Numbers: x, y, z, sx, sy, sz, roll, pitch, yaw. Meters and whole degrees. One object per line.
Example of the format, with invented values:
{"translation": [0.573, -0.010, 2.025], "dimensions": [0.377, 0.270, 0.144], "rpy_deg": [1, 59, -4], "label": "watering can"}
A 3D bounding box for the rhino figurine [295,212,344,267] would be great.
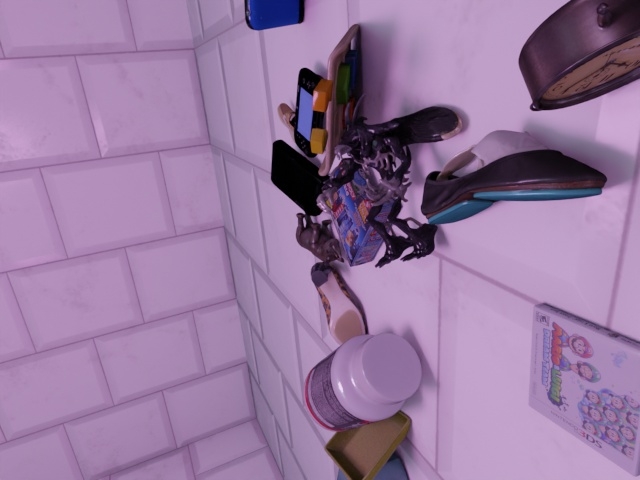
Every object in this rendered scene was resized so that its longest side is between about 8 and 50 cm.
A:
{"translation": [0.000, 0.000, 1.128], "dimensions": [0.243, 0.073, 0.106], "rpy_deg": [38, 133, 55], "label": "rhino figurine"}

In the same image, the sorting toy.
{"translation": [0.033, -0.234, 0.759], "dimensions": [0.307, 0.041, 0.229], "rpy_deg": [-72, -10, -52], "label": "sorting toy"}

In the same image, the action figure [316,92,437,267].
{"translation": [0.085, -0.088, 0.700], "dimensions": [0.164, 0.141, 0.276], "rpy_deg": [-9, 112, 58], "label": "action figure"}

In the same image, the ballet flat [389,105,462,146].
{"translation": [0.163, -0.176, 0.679], "dimensions": [0.058, 0.049, 0.173], "rpy_deg": [-61, 27, -4], "label": "ballet flat"}

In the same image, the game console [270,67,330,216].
{"translation": [-0.047, -0.248, 1.075], "dimensions": [0.213, 0.044, 0.361], "rpy_deg": [42, 140, 32], "label": "game console"}

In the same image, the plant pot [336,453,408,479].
{"translation": [0.133, 0.645, 1.069], "dimensions": [0.165, 0.165, 0.235], "rpy_deg": [-177, 81, -67], "label": "plant pot"}

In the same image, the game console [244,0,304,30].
{"translation": [-0.126, -0.643, 0.941], "dimensions": [0.173, 0.250, 0.293], "rpy_deg": [26, 131, 29], "label": "game console"}

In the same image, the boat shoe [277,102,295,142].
{"translation": [-0.072, -0.323, 1.152], "dimensions": [0.135, 0.050, 0.045], "rpy_deg": [59, 151, 16], "label": "boat shoe"}

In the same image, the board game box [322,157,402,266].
{"translation": [0.086, -0.068, 0.892], "dimensions": [0.194, 0.060, 0.194], "rpy_deg": [71, 157, 15], "label": "board game box"}

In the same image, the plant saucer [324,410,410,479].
{"translation": [0.117, 0.476, 1.022], "dimensions": [0.045, 0.188, 0.188], "rpy_deg": [48, 164, -16], "label": "plant saucer"}

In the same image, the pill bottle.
{"translation": [0.086, 0.313, 0.945], "dimensions": [0.176, 0.176, 0.318], "rpy_deg": [68, 152, 21], "label": "pill bottle"}

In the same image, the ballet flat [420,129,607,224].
{"translation": [0.212, -0.082, 0.540], "dimensions": [0.280, 0.095, 0.096], "rpy_deg": [169, 100, -68], "label": "ballet flat"}

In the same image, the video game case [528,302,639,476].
{"translation": [0.319, 0.172, 0.516], "dimensions": [0.143, 0.019, 0.157], "rpy_deg": [-151, 51, -61], "label": "video game case"}

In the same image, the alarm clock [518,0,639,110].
{"translation": [0.239, -0.164, 0.381], "dimensions": [0.192, 0.129, 0.064], "rpy_deg": [79, 174, -78], "label": "alarm clock"}

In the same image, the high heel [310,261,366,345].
{"translation": [0.054, 0.176, 1.138], "dimensions": [0.261, 0.093, 0.186], "rpy_deg": [62, -175, -3], "label": "high heel"}
